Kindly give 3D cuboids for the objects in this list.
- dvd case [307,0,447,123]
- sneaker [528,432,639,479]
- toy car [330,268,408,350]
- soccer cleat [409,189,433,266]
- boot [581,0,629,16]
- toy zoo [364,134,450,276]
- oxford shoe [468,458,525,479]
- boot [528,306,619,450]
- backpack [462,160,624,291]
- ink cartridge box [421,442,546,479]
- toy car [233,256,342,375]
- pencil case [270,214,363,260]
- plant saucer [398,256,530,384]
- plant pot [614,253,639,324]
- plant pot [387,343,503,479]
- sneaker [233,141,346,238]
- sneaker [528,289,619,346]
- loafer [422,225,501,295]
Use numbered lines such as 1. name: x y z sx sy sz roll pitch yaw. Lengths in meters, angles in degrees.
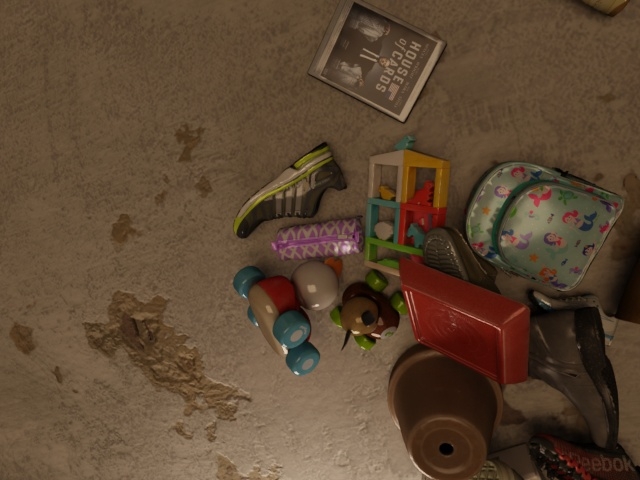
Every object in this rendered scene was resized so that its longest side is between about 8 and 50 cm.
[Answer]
1. dvd case: 0.115 -0.381 0.960 0.239 0.029 0.179 29 107 7
2. sneaker: 0.573 0.473 0.974 0.276 0.097 0.135 31 63 1
3. toy car: 0.100 0.174 0.993 0.149 0.188 0.155 42 108 3
4. soccer cleat: 0.237 0.012 0.995 0.083 0.095 0.247 -16 83 53
5. boot: 0.499 -0.560 0.800 0.204 0.095 0.261 26 110 8
6. toy zoo: 0.175 -0.070 0.953 0.192 0.030 0.293 16 109 48
7. oxford shoe: 0.304 0.652 0.946 0.130 0.169 0.449 24 106 -10
8. boot: 0.481 0.280 0.956 0.223 0.118 0.338 -11 107 34
9. backpack: 0.411 -0.036 0.885 0.254 0.191 0.225 26 107 12
10. ink cartridge box: 0.398 0.620 1.051 0.273 0.115 0.198 -27 94 18
11. toy car: -0.033 0.134 1.042 0.238 0.219 0.210 -32 134 -19
12. pencil case: 0.000 0.000 1.035 0.206 0.088 0.086 -9 101 16
13. plant saucer: 0.270 0.170 0.898 0.259 0.048 0.258 23 149 39
14. plant pot: 0.690 0.045 0.822 0.237 0.237 0.254 10 90 11
15. plant pot: 0.268 0.376 0.975 0.263 0.229 0.262 2 101 12
16. sneaker: -0.073 -0.085 1.028 0.300 0.111 0.121 -36 95 20
17. sneaker: 0.531 0.140 0.954 0.191 0.071 0.082 27 96 2
18. loafer: 0.281 0.063 0.881 0.087 0.094 0.251 -44 117 -22
